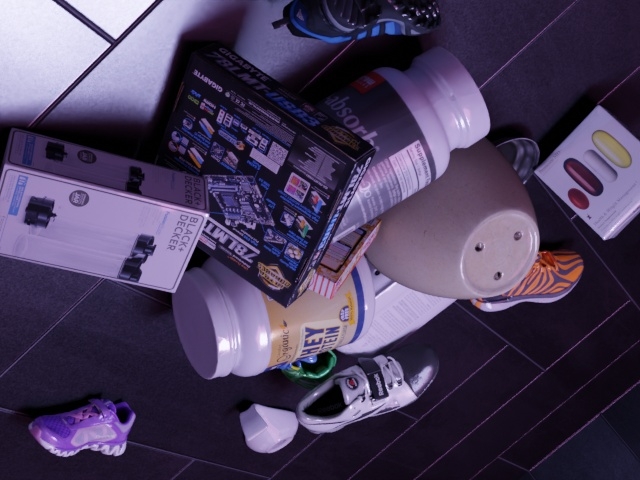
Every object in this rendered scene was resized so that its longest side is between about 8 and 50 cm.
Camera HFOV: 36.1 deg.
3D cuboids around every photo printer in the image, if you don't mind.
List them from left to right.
[{"bbox_3d":[0.143,0.124,2.082,0.307,0.107,0.256,-39,146,5],"label":"photo printer"}]

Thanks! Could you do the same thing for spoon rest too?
[{"bbox_3d":[-0.127,0.429,2.261,0.137,0.084,0.276,-34,159,-1],"label":"spoon rest"}]

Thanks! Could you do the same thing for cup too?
[{"bbox_3d":[0.265,-0.023,1.805,0.331,0.237,0.331,-11,117,-22],"label":"cup"}]

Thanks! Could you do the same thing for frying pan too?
[{"bbox_3d":[0.301,-0.109,1.990,0.326,0.053,0.197,-27,145,-10],"label":"frying pan"}]

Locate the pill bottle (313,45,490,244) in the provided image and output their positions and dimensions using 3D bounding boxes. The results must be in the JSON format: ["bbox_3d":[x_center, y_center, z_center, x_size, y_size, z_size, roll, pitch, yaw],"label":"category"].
[{"bbox_3d":[0.079,-0.154,1.605,0.363,0.210,0.210,-32,146,-7],"label":"pill bottle"}]

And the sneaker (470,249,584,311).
[{"bbox_3d":[0.505,0.056,2.299,0.321,0.125,0.180,-18,143,-25],"label":"sneaker"}]

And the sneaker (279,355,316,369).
[{"bbox_3d":[-0.092,0.230,1.956,0.209,0.082,0.069,-17,-176,40],"label":"sneaker"}]

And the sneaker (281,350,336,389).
[{"bbox_3d":[-0.029,0.256,2.078,0.109,0.123,0.295,-31,146,-7],"label":"sneaker"}]

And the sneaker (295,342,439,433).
[{"bbox_3d":[0.099,0.313,2.072,0.330,0.122,0.146,-29,161,3],"label":"sneaker"}]

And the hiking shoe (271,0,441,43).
[{"bbox_3d":[0.067,-0.355,1.469,0.132,0.113,0.304,-6,-176,39],"label":"hiking shoe"}]

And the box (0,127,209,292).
[{"bbox_3d":[-0.321,-0.039,1.412,0.290,0.087,0.169,15,126,-21],"label":"box"}]

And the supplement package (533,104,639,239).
[{"bbox_3d":[0.594,-0.140,2.038,0.194,0.203,0.149,-49,163,18],"label":"supplement package"}]

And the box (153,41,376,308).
[{"bbox_3d":[-0.103,-0.092,1.455,0.073,0.295,0.293,-40,160,-51],"label":"box"}]

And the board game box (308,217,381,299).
[{"bbox_3d":[0.000,0.000,1.704,0.193,0.146,0.045,-51,163,-44],"label":"board game box"}]

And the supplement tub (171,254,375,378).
[{"bbox_3d":[-0.085,0.113,1.766,0.316,0.228,0.228,-15,141,-27],"label":"supplement tub"}]

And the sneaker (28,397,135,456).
[{"bbox_3d":[-0.444,0.346,1.867,0.104,0.095,0.236,-54,147,14],"label":"sneaker"}]
